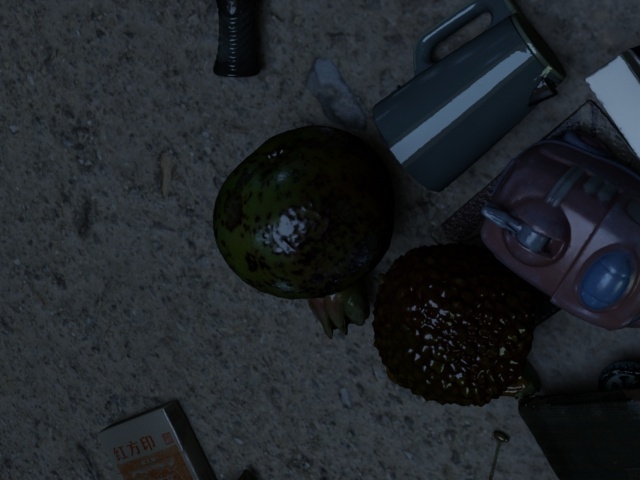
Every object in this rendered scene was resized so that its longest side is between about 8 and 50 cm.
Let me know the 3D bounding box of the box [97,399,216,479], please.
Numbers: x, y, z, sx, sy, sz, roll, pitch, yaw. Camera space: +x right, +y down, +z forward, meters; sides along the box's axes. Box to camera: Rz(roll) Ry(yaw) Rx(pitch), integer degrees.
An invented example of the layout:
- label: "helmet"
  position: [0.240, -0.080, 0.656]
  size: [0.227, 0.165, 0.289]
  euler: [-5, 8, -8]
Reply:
- label: "box"
  position: [-0.293, 0.516, 1.796]
  size: [0.205, 0.051, 0.365]
  euler: [-25, 92, 32]

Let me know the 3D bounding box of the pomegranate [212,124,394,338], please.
- label: "pomegranate"
  position: [0.000, 0.000, 1.379]
  size: [0.285, 0.285, 0.340]
  euler: [-3, 127, 30]

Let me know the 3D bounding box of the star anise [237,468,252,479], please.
- label: "star anise"
  position: [-0.142, 0.553, 1.691]
  size: [0.197, 0.073, 0.212]
  euler: [25, 95, 2]

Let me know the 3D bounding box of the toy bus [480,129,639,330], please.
- label: "toy bus"
  position: [0.350, -0.002, 1.178]
  size: [0.294, 0.232, 0.197]
  euler: [36, 118, 16]

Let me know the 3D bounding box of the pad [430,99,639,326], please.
- label: "pad"
  position: [0.341, -0.021, 1.316]
  size: [0.220, 0.004, 0.330]
  euler: [51, 121, 7]

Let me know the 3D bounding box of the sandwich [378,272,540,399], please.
- label: "sandwich"
  position: [0.212, 0.136, 1.398]
  size: [0.245, 0.063, 0.212]
  euler: [1, 105, 29]

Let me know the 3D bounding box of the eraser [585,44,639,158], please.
- label: "eraser"
  position: [0.405, -0.177, 1.115]
  size: [0.068, 0.210, 0.124]
  euler: [-34, 87, 31]

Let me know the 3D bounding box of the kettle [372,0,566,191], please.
- label: "kettle"
  position: [0.206, -0.223, 1.270]
  size: [0.243, 0.160, 0.210]
  euler: [-38, 56, 25]

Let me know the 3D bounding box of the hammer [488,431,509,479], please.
- label: "hammer"
  position: [0.284, 0.367, 1.458]
  size: [0.029, 0.014, 0.122]
  euler: [23, 117, 31]

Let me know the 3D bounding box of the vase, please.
- label: "vase"
  position: [-0.133, -0.384, 1.421]
  size: [0.116, 0.115, 0.237]
  euler: [12, 115, 26]

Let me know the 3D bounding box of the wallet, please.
- label: "wallet"
  position: [0.441, 0.274, 1.250]
  size: [0.317, 0.044, 0.169]
  euler: [-18, 112, 47]

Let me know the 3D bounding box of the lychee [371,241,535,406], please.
- label: "lychee"
  position: [0.181, 0.112, 1.236]
  size: [0.236, 0.271, 0.235]
  euler: [-7, 73, 24]

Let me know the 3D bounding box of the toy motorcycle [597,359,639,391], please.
- label: "toy motorcycle"
  position: [0.526, 0.184, 1.217]
  size: [0.169, 0.113, 0.315]
  euler: [44, 130, 0]
